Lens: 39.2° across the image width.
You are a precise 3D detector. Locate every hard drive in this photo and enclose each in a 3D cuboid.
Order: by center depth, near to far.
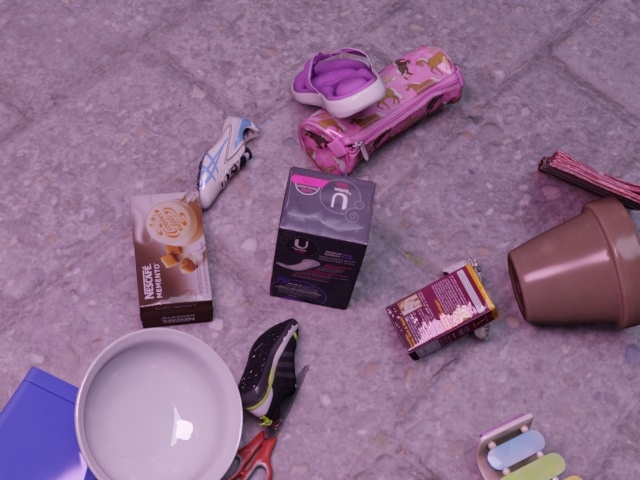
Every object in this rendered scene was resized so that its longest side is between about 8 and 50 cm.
[{"bbox_3d":[-0.494,0.398,1.549,0.210,0.040,0.319,24,60,6],"label":"hard drive"}]

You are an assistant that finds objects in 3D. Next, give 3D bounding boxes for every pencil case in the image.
[{"bbox_3d":[0.136,-0.284,1.958,0.386,0.160,0.167,-36,70,-25],"label":"pencil case"}]

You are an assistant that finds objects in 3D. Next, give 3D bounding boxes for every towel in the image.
[{"bbox_3d":[0.570,-0.118,1.846,0.237,0.329,0.037,25,96,7],"label":"towel"}]

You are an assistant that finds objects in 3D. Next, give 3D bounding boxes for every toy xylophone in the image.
[{"bbox_3d":[0.362,0.475,1.539,0.236,0.081,0.323,-29,70,-22],"label":"toy xylophone"}]

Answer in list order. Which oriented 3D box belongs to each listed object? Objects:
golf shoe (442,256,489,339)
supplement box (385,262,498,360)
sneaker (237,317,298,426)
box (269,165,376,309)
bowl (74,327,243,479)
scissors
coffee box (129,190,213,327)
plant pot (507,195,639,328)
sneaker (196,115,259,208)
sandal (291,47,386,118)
[{"bbox_3d":[0.293,0.123,1.811,0.086,0.069,0.176,-13,59,12],"label":"golf shoe"},{"bbox_3d":[0.234,0.139,1.733,0.188,0.081,0.104,-28,66,5],"label":"supplement box"},{"bbox_3d":[-0.085,0.248,1.671,0.097,0.084,0.235,51,38,-21],"label":"sneaker"},{"bbox_3d":[0.000,0.000,1.710,0.165,0.270,0.143,11,60,-2],"label":"box"},{"bbox_3d":[-0.294,0.309,1.547,0.298,0.134,0.298,11,68,-29],"label":"bowl"},{"bbox_3d":[-0.084,0.358,1.641,0.109,0.021,0.297,36,60,20],"label":"scissors"},{"bbox_3d":[-0.292,0.035,1.751,0.141,0.098,0.246,-5,61,-10],"label":"coffee box"},{"bbox_3d":[0.498,0.062,1.775,0.229,0.263,0.263,-14,62,5],"label":"plant pot"},{"bbox_3d":[-0.197,-0.165,1.887,0.086,0.085,0.237,17,61,8],"label":"sneaker"},{"bbox_3d":[0.034,-0.353,1.879,0.169,0.102,0.416,-28,23,-9],"label":"sandal"}]
